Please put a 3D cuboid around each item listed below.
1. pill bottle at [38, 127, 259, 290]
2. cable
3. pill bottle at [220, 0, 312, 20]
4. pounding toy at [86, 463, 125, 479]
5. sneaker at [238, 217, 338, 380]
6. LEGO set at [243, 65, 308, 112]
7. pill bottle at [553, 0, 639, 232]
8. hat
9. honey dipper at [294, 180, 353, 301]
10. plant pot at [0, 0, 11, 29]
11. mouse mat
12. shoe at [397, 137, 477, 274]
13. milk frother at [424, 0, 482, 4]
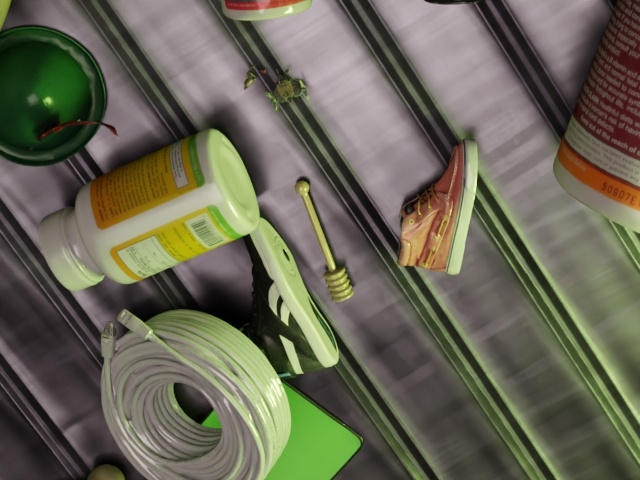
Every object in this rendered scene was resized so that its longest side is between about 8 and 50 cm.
[{"bbox_3d":[-0.211,-0.029,1.868,0.245,0.136,0.136,-23,107,13],"label":"pill bottle"},{"bbox_3d":[-0.162,0.213,1.950,0.257,0.089,0.257,25,125,15],"label":"cable"},{"bbox_3d":[-0.070,-0.349,1.746,0.107,0.108,0.180,-4,111,7],"label":"pill bottle"},{"bbox_3d":[-0.295,0.432,2.089,0.183,0.110,0.237,-22,81,20],"label":"pounding toy"},{"bbox_3d":[-0.076,0.086,1.931,0.121,0.079,0.217,-23,107,14],"label":"sneaker"},{"bbox_3d":[-0.051,-0.187,1.857,0.083,0.023,0.054,37,108,5],"label":"LEGO set"},{"bbox_3d":[0.425,-0.211,1.691,0.224,0.224,0.392,18,112,-2],"label":"pill bottle"},{"bbox_3d":[-0.350,-0.152,1.807,0.208,0.183,0.173,-36,103,17],"label":"hat"},{"bbox_3d":[0.000,0.000,1.918,0.030,0.030,0.161,-19,106,12],"label":"honey dipper"},{"bbox_3d":[-0.449,-0.338,1.724,0.284,0.284,0.191,38,75,-10],"label":"plant pot"},{"bbox_3d":[-0.057,0.263,2.037,0.189,0.007,0.153,37,110,-10],"label":"mouse mat"},{"bbox_3d":[0.140,-0.043,1.868,0.081,0.063,0.178,6,116,-3],"label":"shoe"},{"bbox_3d":[0.190,-0.343,1.741,0.143,0.129,0.135,-20,116,-34],"label":"milk frother"}]
